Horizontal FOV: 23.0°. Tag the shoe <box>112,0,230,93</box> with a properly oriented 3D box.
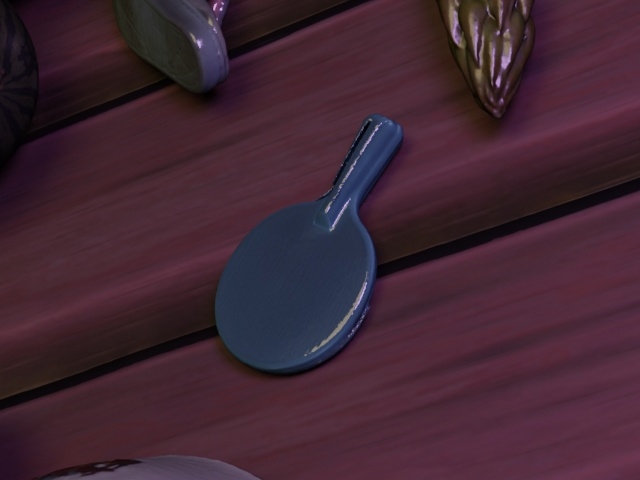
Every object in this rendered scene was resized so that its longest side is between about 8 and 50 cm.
[{"bbox_3d":[-0.107,-0.180,1.262,0.078,0.079,0.195,-15,35,-21],"label":"shoe"}]

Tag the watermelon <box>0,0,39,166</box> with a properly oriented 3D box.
[{"bbox_3d":[-0.336,-0.132,1.270,0.212,0.212,0.212,-16,54,23],"label":"watermelon"}]

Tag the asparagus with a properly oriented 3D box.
[{"bbox_3d":[0.114,-0.206,1.127,0.080,0.080,0.287,-16,54,23],"label":"asparagus"}]

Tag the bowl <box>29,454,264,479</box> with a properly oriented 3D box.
[{"bbox_3d":[-0.161,0.257,0.944,0.337,0.157,0.337,-16,53,22],"label":"bowl"}]

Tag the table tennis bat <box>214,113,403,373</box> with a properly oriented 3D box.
[{"bbox_3d":[0.000,0.000,1.093,0.124,0.033,0.201,21,76,37],"label":"table tennis bat"}]
